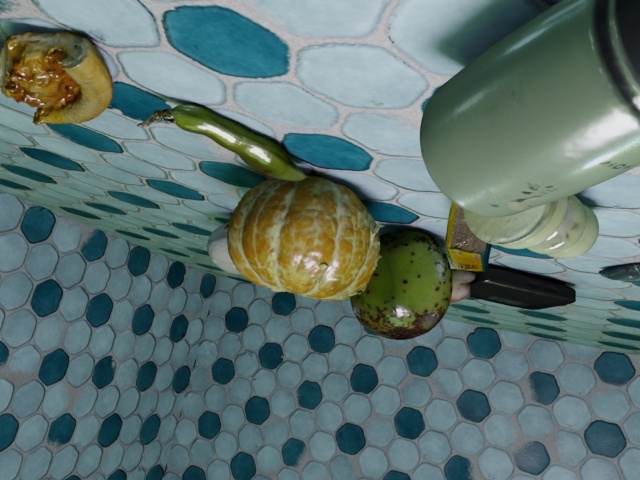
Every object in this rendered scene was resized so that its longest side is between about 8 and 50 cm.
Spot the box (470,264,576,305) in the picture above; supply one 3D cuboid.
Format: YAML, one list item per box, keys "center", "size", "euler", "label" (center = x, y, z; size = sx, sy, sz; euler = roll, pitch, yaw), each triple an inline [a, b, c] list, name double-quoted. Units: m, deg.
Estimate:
- center: [0.561, 0.145, 1.649]
  size: [0.289, 0.073, 0.290]
  euler: [13, 168, 0]
  label: "box"

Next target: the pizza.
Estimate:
- center: [-0.435, -0.249, 0.893]
  size: [0.182, 0.073, 0.365]
  euler: [11, 172, -40]
  label: "pizza"

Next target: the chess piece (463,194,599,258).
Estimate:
- center: [0.359, -0.034, 0.893]
  size: [0.251, 0.144, 0.144]
  euler: [17, 169, -41]
  label: "chess piece"

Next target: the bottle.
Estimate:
- center: [0.239, -0.133, 0.473]
  size: [0.169, 0.168, 0.347]
  euler: [17, 163, -19]
  label: "bottle"

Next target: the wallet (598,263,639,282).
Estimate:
- center: [0.708, 0.078, 1.264]
  size: [0.088, 0.026, 0.129]
  euler: [15, 168, -12]
  label: "wallet"

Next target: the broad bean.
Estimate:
- center: [-0.148, -0.173, 0.980]
  size: [0.325, 0.067, 0.075]
  euler: [24, 135, -33]
  label: "broad bean"

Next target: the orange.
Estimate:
- center: [-0.034, -0.003, 1.188]
  size: [0.329, 0.249, 0.329]
  euler: [17, 170, 3]
  label: "orange"

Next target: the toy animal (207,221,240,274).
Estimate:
- center: [-0.210, 0.029, 1.658]
  size: [0.265, 0.206, 0.272]
  euler: [7, 170, 14]
  label: "toy animal"

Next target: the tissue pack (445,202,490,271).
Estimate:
- center: [0.291, -0.012, 1.083]
  size: [0.082, 0.120, 0.169]
  euler: [8, 168, 19]
  label: "tissue pack"

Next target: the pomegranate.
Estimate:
- center: [0.245, 0.116, 1.422]
  size: [0.341, 0.284, 0.285]
  euler: [6, 172, -23]
  label: "pomegranate"
